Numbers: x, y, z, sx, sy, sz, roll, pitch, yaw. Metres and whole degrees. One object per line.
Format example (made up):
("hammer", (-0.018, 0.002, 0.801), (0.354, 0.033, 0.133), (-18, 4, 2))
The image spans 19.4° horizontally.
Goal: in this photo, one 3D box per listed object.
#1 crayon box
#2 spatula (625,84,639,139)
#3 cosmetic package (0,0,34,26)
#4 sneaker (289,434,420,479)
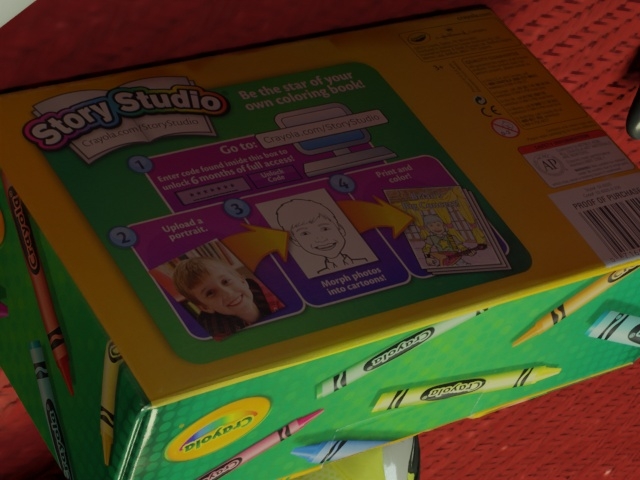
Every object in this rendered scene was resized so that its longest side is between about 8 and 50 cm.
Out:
("crayon box", (0.000, 0.000, 0.778), (0.278, 0.165, 0.081), (-14, 142, -32))
("spatula", (0.230, -0.168, 0.916), (0.084, 0.030, 0.296), (-5, 136, -45))
("cosmetic package", (-0.163, -0.133, 0.384), (0.284, 0.097, 0.377), (-42, 162, -29))
("sneaker", (-0.113, 0.187, 0.932), (0.384, 0.145, 0.147), (-39, 149, 0))
